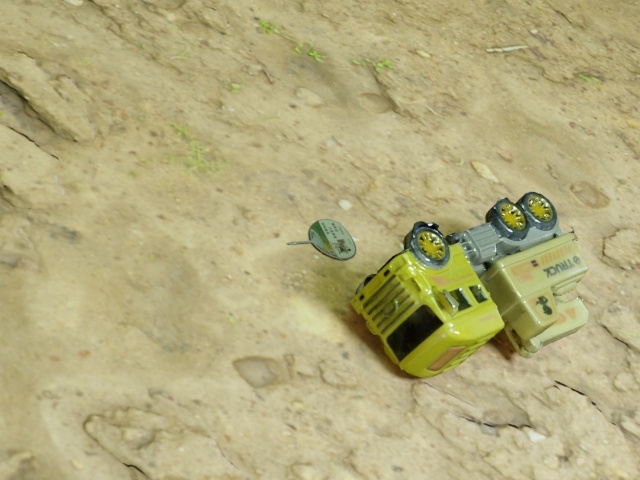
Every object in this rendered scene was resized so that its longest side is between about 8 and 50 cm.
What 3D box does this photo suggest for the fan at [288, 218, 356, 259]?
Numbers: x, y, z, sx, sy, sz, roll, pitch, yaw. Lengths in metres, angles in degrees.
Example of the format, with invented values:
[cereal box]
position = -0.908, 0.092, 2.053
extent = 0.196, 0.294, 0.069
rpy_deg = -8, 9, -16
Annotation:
[fan]
position = 0.008, 0.004, 1.487
extent = 0.060, 0.003, 0.080
rpy_deg = 38, 42, 13

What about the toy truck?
[toy truck]
position = 0.176, 0.057, 1.437
extent = 0.272, 0.124, 0.157
rpy_deg = -16, 67, -42
